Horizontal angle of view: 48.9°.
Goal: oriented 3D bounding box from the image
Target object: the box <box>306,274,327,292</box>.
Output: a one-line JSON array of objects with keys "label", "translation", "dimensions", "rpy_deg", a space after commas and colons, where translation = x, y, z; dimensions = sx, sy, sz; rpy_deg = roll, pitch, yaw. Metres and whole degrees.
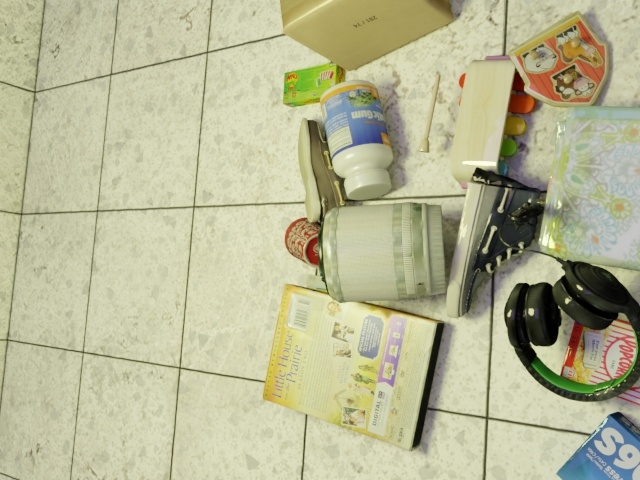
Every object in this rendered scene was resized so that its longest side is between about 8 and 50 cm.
[{"label": "box", "translation": [0.007, 0.183, 1.824], "dimensions": [0.105, 0.043, 0.179], "rpy_deg": [5, 85, 37]}]

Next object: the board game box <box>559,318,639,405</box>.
[{"label": "board game box", "translation": [0.585, 0.229, 1.374], "dimensions": [0.194, 0.045, 0.146], "rpy_deg": [16, 93, 38]}]

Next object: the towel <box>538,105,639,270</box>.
[{"label": "towel", "translation": [0.625, -0.099, 1.369], "dimensions": [0.375, 0.090, 0.320], "rpy_deg": [10, 93, 38]}]

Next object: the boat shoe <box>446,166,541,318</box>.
[{"label": "boat shoe", "translation": [0.374, 0.023, 1.522], "dimensions": [0.158, 0.127, 0.340], "rpy_deg": [12, 108, 15]}]

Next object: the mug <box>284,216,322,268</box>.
[{"label": "mug", "translation": [-0.009, -0.004, 1.776], "dimensions": [0.150, 0.113, 0.169], "rpy_deg": [-51, 18, -1]}]

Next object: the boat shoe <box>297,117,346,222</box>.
[{"label": "boat shoe", "translation": [0.001, -0.189, 1.843], "dimensions": [0.116, 0.097, 0.324], "rpy_deg": [103, 162, -54]}]

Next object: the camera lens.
[{"label": "camera lens", "translation": [0.140, 0.027, 1.584], "dimensions": [0.274, 0.219, 0.219], "rpy_deg": [-4, 80, 10]}]

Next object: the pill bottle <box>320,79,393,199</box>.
[{"label": "pill bottle", "translation": [0.095, -0.245, 1.749], "dimensions": [0.152, 0.152, 0.272], "rpy_deg": [-22, 71, 33]}]

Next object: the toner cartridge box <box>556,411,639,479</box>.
[{"label": "toner cartridge box", "translation": [0.625, 0.497, 1.286], "dimensions": [0.348, 0.075, 0.165], "rpy_deg": [44, 111, 33]}]

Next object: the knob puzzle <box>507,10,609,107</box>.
[{"label": "knob puzzle", "translation": [0.518, -0.366, 1.479], "dimensions": [0.213, 0.030, 0.213], "rpy_deg": [-2, 82, 11]}]

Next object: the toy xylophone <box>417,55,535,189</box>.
[{"label": "toy xylophone", "translation": [0.356, -0.277, 1.599], "dimensions": [0.236, 0.081, 0.322], "rpy_deg": [21, 96, 37]}]

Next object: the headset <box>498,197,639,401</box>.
[{"label": "headset", "translation": [0.473, 0.113, 1.364], "dimensions": [0.243, 0.185, 0.394], "rpy_deg": [-29, 89, 36]}]

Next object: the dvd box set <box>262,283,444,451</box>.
[{"label": "dvd box set", "translation": [0.069, 0.296, 1.711], "dimensions": [0.421, 0.062, 0.307], "rpy_deg": [11, 90, 29]}]

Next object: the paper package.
[{"label": "paper package", "translation": [0.107, -0.582, 1.690], "dimensions": [0.325, 0.309, 0.168], "rpy_deg": [-19, 70, 33]}]

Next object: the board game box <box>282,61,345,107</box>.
[{"label": "board game box", "translation": [-0.020, -0.426, 1.931], "dimensions": [0.181, 0.043, 0.092], "rpy_deg": [-2, 82, 37]}]
